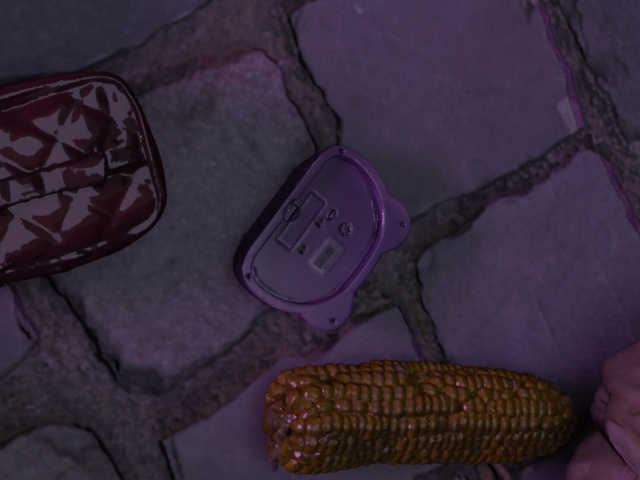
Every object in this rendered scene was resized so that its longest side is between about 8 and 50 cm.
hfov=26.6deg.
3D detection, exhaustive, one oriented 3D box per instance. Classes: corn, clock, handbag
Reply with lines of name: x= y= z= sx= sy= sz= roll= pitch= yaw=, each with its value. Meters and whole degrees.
corn: x=0.090 y=0.154 z=1.179 sx=0.291 sy=0.101 sz=0.101 roll=2 pitch=89 yaw=-18
clock: x=0.000 y=0.000 z=1.172 sx=0.110 sy=0.050 sz=0.153 roll=40 pitch=78 yaw=-15
handbag: x=-0.237 y=-0.046 z=1.046 sx=0.225 sy=0.135 sz=0.146 roll=-16 pitch=100 yaw=-20

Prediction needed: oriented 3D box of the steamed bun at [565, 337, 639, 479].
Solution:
steamed bun: x=0.337 y=0.228 z=1.192 sx=0.347 sy=0.237 sz=0.394 roll=60 pitch=31 yaw=-46
